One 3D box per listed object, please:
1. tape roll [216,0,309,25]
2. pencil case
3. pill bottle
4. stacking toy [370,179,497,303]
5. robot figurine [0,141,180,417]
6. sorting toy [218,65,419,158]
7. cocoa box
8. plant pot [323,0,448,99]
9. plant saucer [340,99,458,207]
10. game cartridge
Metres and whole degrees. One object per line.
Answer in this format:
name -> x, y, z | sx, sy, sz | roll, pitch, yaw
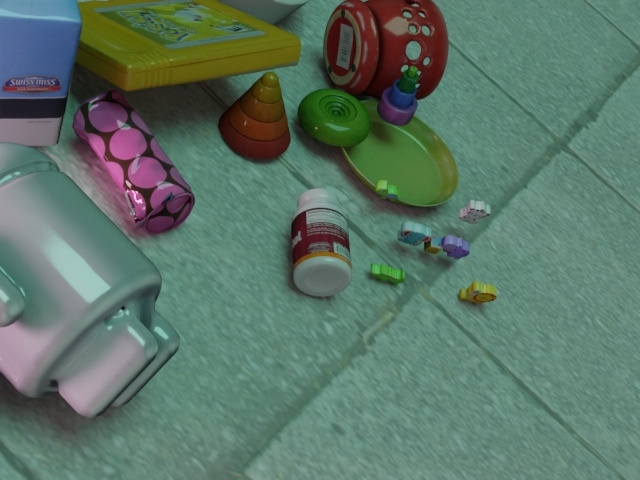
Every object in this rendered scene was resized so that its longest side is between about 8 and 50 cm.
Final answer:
tape roll -> -0.126, -0.533, 1.667 | 0.286, 0.100, 0.286 | 18, 62, -38
pencil case -> -0.264, -0.109, 1.281 | 0.098, 0.095, 0.209 | -28, 69, -29
pill bottle -> 0.000, 0.000, 1.361 | 0.086, 0.086, 0.152 | 17, 45, -21
stacking toy -> 0.183, 0.000, 1.482 | 0.221, 0.052, 0.167 | 15, 60, -23
robot figurine -> -0.321, 0.032, 1.031 | 0.353, 0.200, 0.300 | 45, 3, 9
sorting toy -> 0.016, -0.235, 1.507 | 0.365, 0.126, 0.127 | -12, 55, -28
cocoa box -> -0.496, -0.272, 1.135 | 0.347, 0.228, 0.231 | -3, 55, -28
plant pot -> 0.108, -0.349, 1.671 | 0.174, 0.191, 0.191 | -4, 56, -27
plant saucer -> 0.130, -0.144, 1.611 | 0.241, 0.037, 0.241 | 18, 46, -20
game cartridge -> -0.239, -0.314, 1.415 | 0.323, 0.053, 0.285 | -18, 38, -42
